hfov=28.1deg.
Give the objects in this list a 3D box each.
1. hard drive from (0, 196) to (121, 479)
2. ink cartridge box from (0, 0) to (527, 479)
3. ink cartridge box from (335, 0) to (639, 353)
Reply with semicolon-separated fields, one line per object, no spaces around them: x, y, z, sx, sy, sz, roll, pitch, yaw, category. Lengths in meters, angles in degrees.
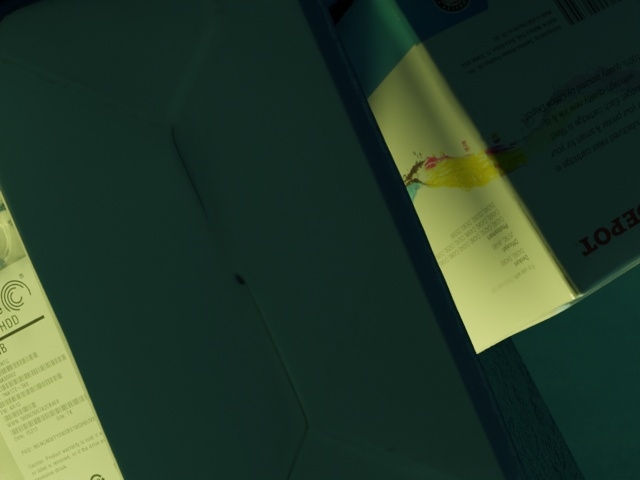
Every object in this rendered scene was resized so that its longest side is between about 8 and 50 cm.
-0.169;0.111;0.937;0.237;0.339;0.064;-26;180;20;hard drive
-0.036;0.010;0.670;0.151;0.270;0.395;-23;-179;-2;ink cartridge box
0.150;-0.083;0.997;0.198;0.270;0.197;-28;173;-26;ink cartridge box
